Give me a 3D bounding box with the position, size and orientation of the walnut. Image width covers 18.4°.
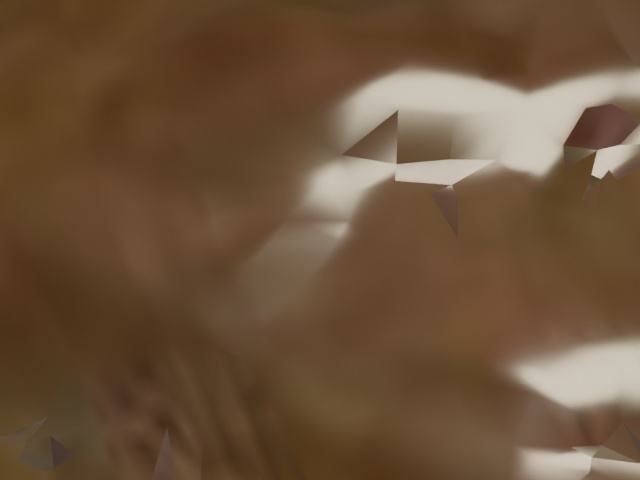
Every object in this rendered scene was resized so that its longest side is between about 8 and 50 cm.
[{"bbox_3d":[0.000,-0.003,0.468,0.344,0.306,0.306,-1,94,6],"label":"walnut"}]
